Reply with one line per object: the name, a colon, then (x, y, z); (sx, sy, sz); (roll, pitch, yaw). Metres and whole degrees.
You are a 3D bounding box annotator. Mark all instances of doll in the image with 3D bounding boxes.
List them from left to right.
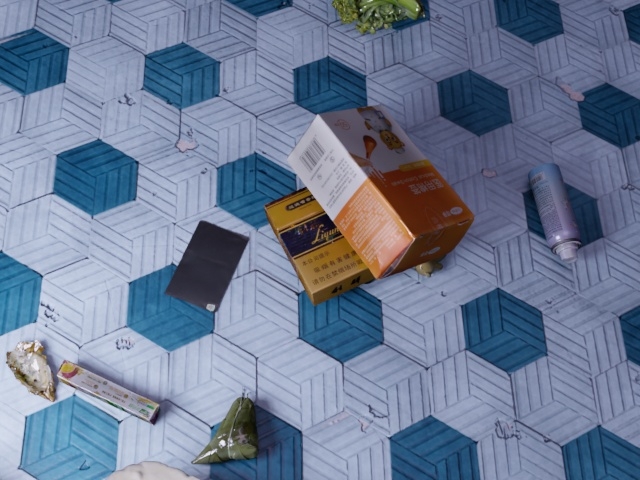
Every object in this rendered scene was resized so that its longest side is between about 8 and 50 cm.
doll: (0.241, 0.041, 1.960); (0.093, 0.051, 0.061); (-36, 97, -20)

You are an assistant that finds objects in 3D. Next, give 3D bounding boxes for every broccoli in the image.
broccoli: (0.118, -0.591, 2.187); (0.180, 0.242, 0.273); (-28, 61, 3)

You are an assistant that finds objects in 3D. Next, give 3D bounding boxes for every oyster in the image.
oyster: (-0.556, 0.255, 1.756); (0.086, 0.029, 0.132); (-12, 68, -7)

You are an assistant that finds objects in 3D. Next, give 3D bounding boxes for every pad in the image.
pad: (-0.237, 0.052, 1.916); (0.116, 0.004, 0.193); (20, 62, 3)

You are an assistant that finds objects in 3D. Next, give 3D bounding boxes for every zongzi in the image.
zongzi: (-0.188, 0.348, 1.747); (0.130, 0.062, 0.154); (-10, 58, 1)

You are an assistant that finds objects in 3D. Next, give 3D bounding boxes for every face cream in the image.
face cream: (0.527, -0.058, 2.037); (0.075, 0.075, 0.229); (-4, 64, -10)

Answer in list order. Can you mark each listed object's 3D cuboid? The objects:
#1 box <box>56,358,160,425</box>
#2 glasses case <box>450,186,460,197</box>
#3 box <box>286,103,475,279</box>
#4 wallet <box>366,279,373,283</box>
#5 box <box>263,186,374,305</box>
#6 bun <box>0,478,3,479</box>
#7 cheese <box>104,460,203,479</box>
box: (-0.404, 0.290, 1.746); (0.207, 0.050, 0.041); (24, 64, 5)
glasses case: (0.198, -0.143, 2.032); (0.248, 0.065, 0.087); (38, 39, 13)
box: (0.125, -0.104, 1.880); (0.225, 0.143, 0.341); (-17, 64, -46)
wallet: (0.091, -0.032, 1.984); (0.149, 0.044, 0.250); (25, 62, 2)
box: (0.000, 0.000, 1.899); (0.152, 0.070, 0.237); (-24, 64, -9)
bun: (-0.633, 0.509, 1.540); (0.273, 0.168, 0.273); (4, 69, -10)
cheese: (-0.273, 0.552, 1.544); (0.292, 0.153, 0.332); (8, 49, -9)
